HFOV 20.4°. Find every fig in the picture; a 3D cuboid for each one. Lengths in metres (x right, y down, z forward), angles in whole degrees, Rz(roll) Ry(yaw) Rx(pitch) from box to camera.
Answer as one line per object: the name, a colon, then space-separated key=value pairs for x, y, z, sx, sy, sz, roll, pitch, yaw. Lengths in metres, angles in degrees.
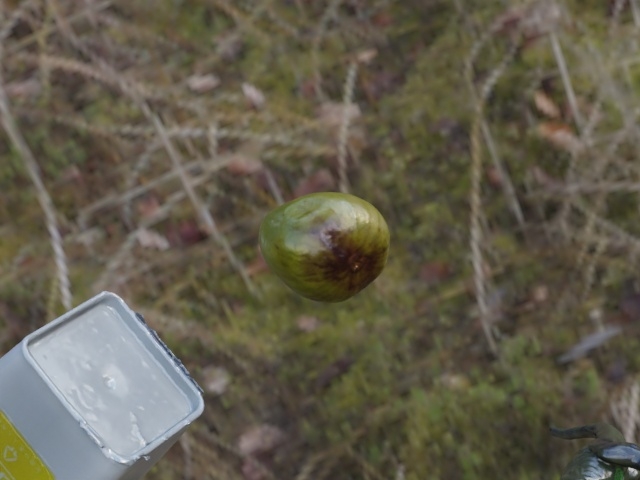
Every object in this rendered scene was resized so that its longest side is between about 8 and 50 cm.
fig: x=0.005 y=0.006 z=2.073 sx=0.153 sy=0.136 sz=0.120 roll=19 pitch=21 yaw=-12

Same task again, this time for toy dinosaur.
toy dinosaur: x=0.210 y=0.202 z=1.571 sx=0.187 sy=0.087 sz=0.179 roll=-18 pitch=34 yaw=-33

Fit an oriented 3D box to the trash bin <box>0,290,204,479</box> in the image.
trash bin: x=-0.309 y=0.234 z=1.990 sx=0.368 sy=0.256 sz=0.296 roll=-44 pitch=-8 yaw=35
